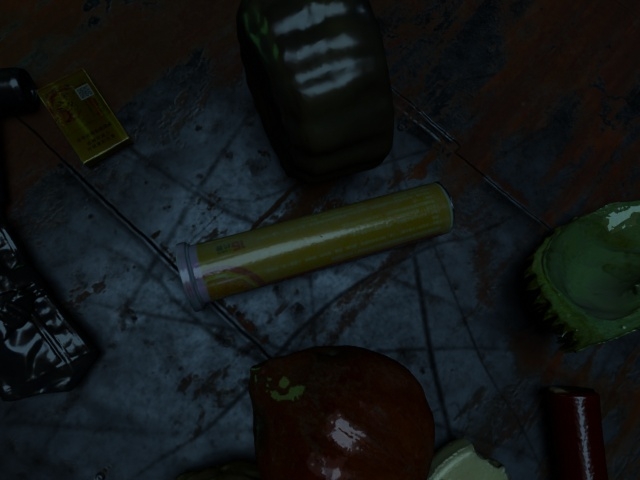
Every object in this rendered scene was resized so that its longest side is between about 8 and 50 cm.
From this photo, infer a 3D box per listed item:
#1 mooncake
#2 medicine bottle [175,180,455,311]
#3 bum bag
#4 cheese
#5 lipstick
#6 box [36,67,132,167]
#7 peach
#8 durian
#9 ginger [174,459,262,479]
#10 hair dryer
[{"bbox_3d":[-0.013,-0.226,0.619,0.162,0.290,0.290,-20,81,-7],"label":"mooncake"},{"bbox_3d":[0.000,0.000,0.666,0.427,0.108,0.108,-16,81,-9],"label":"medicine bottle"},{"bbox_3d":[-0.463,0.100,0.618,0.137,0.074,0.310,-36,86,-15],"label":"bum bag"},{"bbox_3d":[0.163,0.392,0.633,0.256,0.050,0.127,-18,81,-9],"label":"cheese"},{"bbox_3d":[0.402,0.353,0.652,0.080,0.080,0.240,0,78,-6],"label":"lipstick"},{"bbox_3d":[-0.397,-0.209,0.710,0.089,0.022,0.156,-36,84,-13],"label":"box"},{"bbox_3d":[0.015,0.241,0.557,0.257,0.232,0.232,43,77,-15],"label":"peach"},{"bbox_3d":[0.471,0.025,0.663,0.394,0.198,0.163,-33,83,-13],"label":"durian"},{"bbox_3d":[-0.116,0.374,0.449,0.237,0.375,0.165,10,81,-12],"label":"ginger"},{"bbox_3d":[-0.516,-0.150,0.675,0.129,0.070,0.255,-12,88,-9],"label":"hair dryer"}]
